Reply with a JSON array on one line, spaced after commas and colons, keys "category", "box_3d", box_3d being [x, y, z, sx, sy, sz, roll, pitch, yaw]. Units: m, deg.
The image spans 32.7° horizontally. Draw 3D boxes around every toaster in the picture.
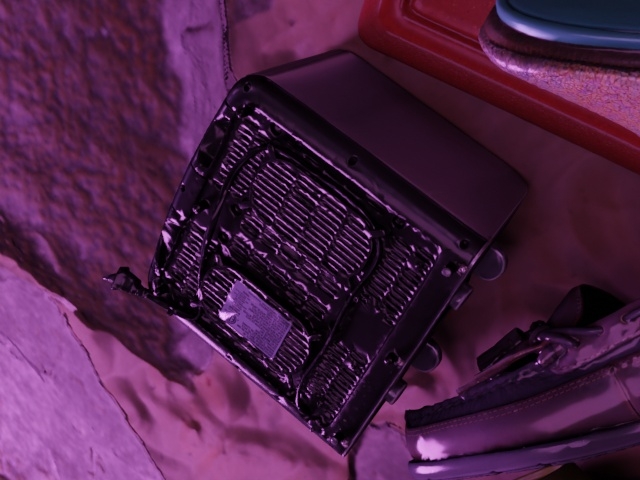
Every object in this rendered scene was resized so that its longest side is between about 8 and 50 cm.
[{"category": "toaster", "box_3d": [0.000, 0.000, 0.617, 0.185, 0.110, 0.168, 37, 123, 13]}]

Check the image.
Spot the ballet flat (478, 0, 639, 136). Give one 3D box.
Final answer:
[{"category": "ballet flat", "box_3d": [0.223, -0.062, 0.419, 0.316, 0.107, 0.106, -4, 125, 11]}]

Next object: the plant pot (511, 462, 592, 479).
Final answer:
[{"category": "plant pot", "box_3d": [0.136, 0.280, 0.578, 0.275, 0.275, 0.293, -35, 74, 36]}]

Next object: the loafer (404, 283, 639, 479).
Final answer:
[{"category": "loafer", "box_3d": [0.169, 0.051, 0.552, 0.302, 0.109, 0.095, -21, 79, 34]}]

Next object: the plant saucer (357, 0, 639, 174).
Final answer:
[{"category": "plant saucer", "box_3d": [0.150, -0.156, 0.504, 0.259, 0.048, 0.258, 28, 121, 18]}]
